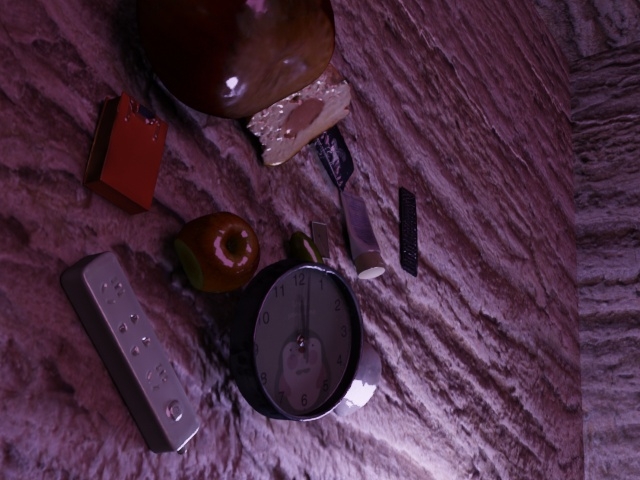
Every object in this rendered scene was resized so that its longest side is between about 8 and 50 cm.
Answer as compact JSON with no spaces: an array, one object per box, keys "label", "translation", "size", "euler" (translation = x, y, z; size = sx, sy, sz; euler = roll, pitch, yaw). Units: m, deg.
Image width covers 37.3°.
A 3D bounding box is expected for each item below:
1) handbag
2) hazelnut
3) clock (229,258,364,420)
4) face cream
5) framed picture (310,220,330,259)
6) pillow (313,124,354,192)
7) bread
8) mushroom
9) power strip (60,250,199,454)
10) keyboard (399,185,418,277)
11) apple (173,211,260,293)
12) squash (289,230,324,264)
[{"label":"handbag","translation":[-0.347,-0.158,1.708],"size":[0.127,0.063,0.190],"euler":[36,53,-46]},{"label":"hazelnut","translation":[-0.161,-0.431,1.844],"size":[0.409,0.359,0.359],"euler":[-27,101,-56]},{"label":"clock","translation":[-0.039,0.193,1.844],"size":[0.319,0.066,0.318],"euler":[0,90,-46]},{"label":"face cream","translation":[0.100,-0.018,2.368],"size":[0.114,0.070,0.224],"euler":[19,50,-54]},{"label":"framed picture","translation":[0.000,0.000,2.238],"size":[0.066,0.007,0.089],"euler":[9,71,-57]},{"label":"pillow","translation":[0.026,-0.233,2.329],"size":[0.208,0.055,0.141],"euler":[65,25,-20]},{"label":"bread","translation":[-0.041,-0.300,2.097],"size":[0.224,0.211,0.183],"euler":[-76,146,-45]},{"label":"mushroom","translation":[-0.020,0.249,2.002],"size":[0.397,0.126,0.177],"euler":[32,75,-46]},{"label":"power strip","translation":[-0.313,0.203,1.616],"size":[0.091,0.062,0.385],"euler":[-44,115,-51]},{"label":"keyboard","translation":[0.246,-0.025,2.625],"size":[0.087,0.017,0.250],"euler":[30,53,-48]},{"label":"apple","translation":[-0.199,0.029,1.793],"size":[0.163,0.147,0.146],"euler":[-12,84,-46]},{"label":"squash","translation":[-0.009,0.096,2.130],"size":[0.069,0.069,0.258],"euler":[-36,110,-56]}]
